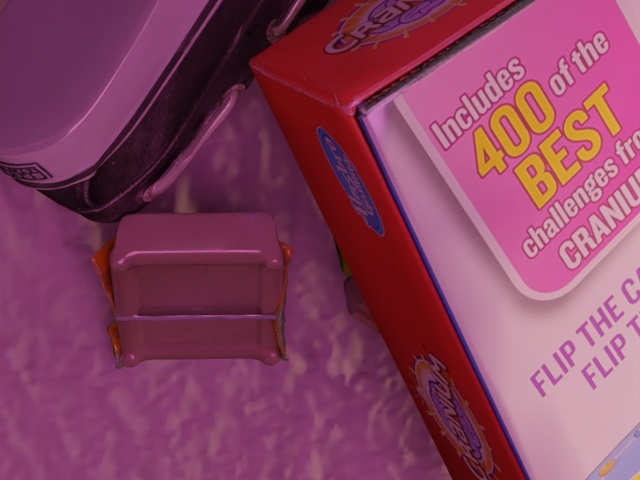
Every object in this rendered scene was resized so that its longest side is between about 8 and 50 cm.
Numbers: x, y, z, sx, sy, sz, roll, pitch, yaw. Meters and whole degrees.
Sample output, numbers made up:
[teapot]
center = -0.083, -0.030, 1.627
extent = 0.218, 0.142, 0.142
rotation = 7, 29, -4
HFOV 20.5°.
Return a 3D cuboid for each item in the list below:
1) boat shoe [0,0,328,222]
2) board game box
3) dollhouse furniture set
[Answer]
[boat shoe]
center = -0.027, -0.105, 0.567
extent = 0.219, 0.078, 0.070
rotation = -53, 143, 0
[board game box]
center = 0.147, 0.015, 0.583
extent = 0.242, 0.064, 0.316
rotation = -34, 119, -16
[dollhouse furniture set]
center = 0.000, 0.000, 0.604
extent = 0.152, 0.058, 0.076
rotation = -1, 147, -2
